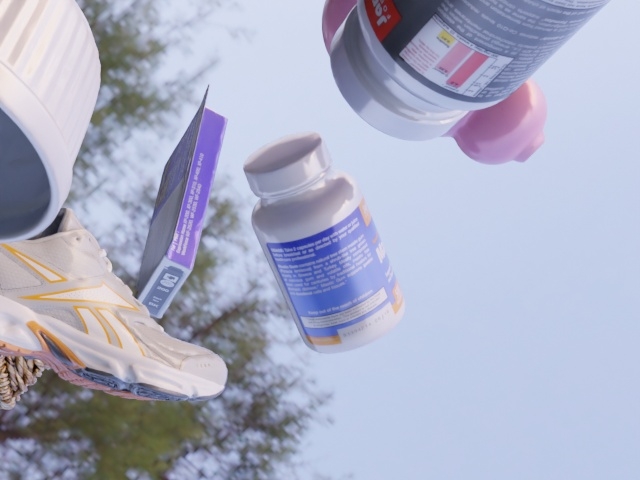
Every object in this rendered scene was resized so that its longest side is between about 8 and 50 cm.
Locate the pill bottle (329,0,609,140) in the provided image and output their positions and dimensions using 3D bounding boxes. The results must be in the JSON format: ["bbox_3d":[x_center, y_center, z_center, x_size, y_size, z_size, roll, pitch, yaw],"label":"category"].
[{"bbox_3d":[0.165,-0.263,1.411,0.363,0.210,0.210,-45,-154,51],"label":"pill bottle"}]

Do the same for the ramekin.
[{"bbox_3d":[-0.233,-0.101,0.837,0.207,0.207,0.109,-2,-129,32],"label":"ramekin"}]

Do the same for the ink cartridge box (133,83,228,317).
[{"bbox_3d":[-0.156,-0.042,1.580,0.208,0.045,0.206,128,-25,-59],"label":"ink cartridge box"}]

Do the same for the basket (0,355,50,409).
[{"bbox_3d":[-0.456,0.044,1.835,0.223,0.213,0.299,-46,-140,-8],"label":"basket"}]

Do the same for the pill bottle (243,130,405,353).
[{"bbox_3d":[0.000,0.000,1.811,0.152,0.272,0.152,-18,-156,8],"label":"pill bottle"}]

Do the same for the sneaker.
[{"bbox_3d":[-0.174,0.043,1.029,0.099,0.262,0.121,-9,-118,54],"label":"sneaker"}]

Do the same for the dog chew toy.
[{"bbox_3d":[0.160,-0.231,1.785,0.332,0.206,0.206,45,-98,3],"label":"dog chew toy"}]
